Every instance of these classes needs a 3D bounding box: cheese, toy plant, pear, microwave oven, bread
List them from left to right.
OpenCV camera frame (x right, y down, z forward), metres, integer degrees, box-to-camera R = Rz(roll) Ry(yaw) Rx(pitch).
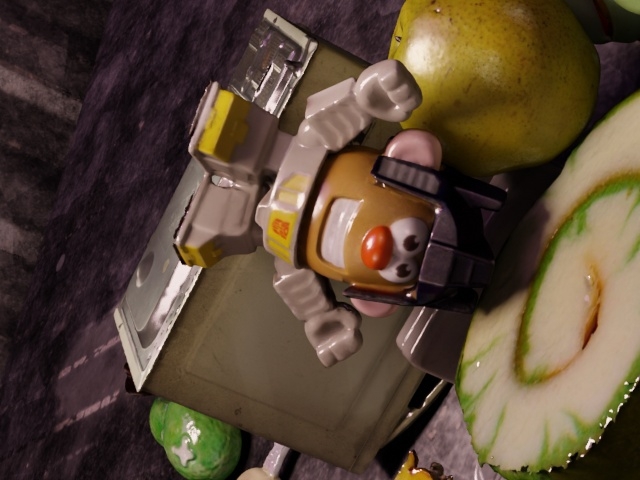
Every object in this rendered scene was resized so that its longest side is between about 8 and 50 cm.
[{"bbox_3d":[-0.179,0.211,1.748,0.218,0.175,0.235,179,85,-70],"label":"toy plant"},{"bbox_3d":[-0.072,0.312,1.566,0.171,0.047,0.092,-56,28,18],"label":"cheese"},{"bbox_3d":[0.000,0.000,1.385,0.394,0.333,0.247,-61,21,10],"label":"microwave oven"},{"bbox_3d":[0.156,-0.155,1.168,0.198,0.198,0.198,-44,33,38],"label":"pear"},{"bbox_3d":[0.266,0.047,1.024,0.382,0.129,0.366,-36,31,55],"label":"bread"}]

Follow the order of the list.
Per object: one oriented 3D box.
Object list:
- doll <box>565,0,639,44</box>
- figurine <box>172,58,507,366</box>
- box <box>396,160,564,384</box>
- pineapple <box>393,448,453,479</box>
[{"bbox_3d":[0.302,-0.270,1.179,0.186,0.198,0.322,-36,33,2],"label":"doll"},{"bbox_3d":[0.021,-0.028,1.129,0.308,0.308,0.143,-38,23,44],"label":"figurine"},{"bbox_3d":[0.177,0.029,1.264,0.244,0.103,0.055,-60,26,12],"label":"box"},{"bbox_3d":[0.092,0.353,1.148,0.161,0.158,0.334,33,106,25],"label":"pineapple"}]
